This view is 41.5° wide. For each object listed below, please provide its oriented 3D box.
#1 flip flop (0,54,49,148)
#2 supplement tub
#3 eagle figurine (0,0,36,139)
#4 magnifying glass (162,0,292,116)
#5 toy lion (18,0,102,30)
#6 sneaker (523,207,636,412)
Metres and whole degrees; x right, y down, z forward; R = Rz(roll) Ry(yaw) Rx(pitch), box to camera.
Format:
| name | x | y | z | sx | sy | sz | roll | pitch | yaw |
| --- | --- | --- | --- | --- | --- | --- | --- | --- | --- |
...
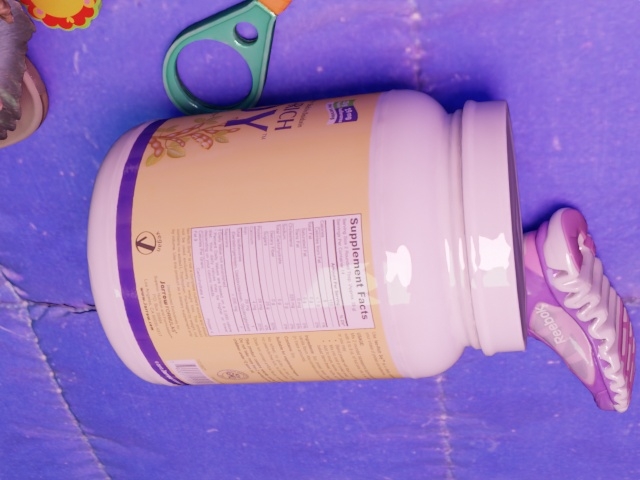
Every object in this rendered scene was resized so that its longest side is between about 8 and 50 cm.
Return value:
| name | x | y | z | sx | sy | sz | roll | pitch | yaw |
| --- | --- | --- | --- | --- | --- | --- | --- | --- | --- |
| flip flop | -0.378 | -0.112 | 0.818 | 0.277 | 0.080 | 0.112 | -15 | 124 | 23 |
| supplement tub | 0.000 | 0.000 | 0.724 | 0.331 | 0.241 | 0.241 | -5 | 127 | 15 |
| eagle figurine | -0.335 | -0.181 | 0.643 | 0.225 | 0.226 | 0.298 | 3 | 174 | -26 |
| magnifying glass | -0.058 | -0.186 | 0.727 | 0.092 | 0.026 | 0.231 | 35 | 126 | -16 |
| toy lion | -0.209 | -0.219 | 0.691 | 0.100 | 0.034 | 0.096 | -11 | 133 | 20 |
| sneaker | 0.240 | 0.077 | 0.840 | 0.104 | 0.095 | 0.236 | -16 | 119 | 31 |
